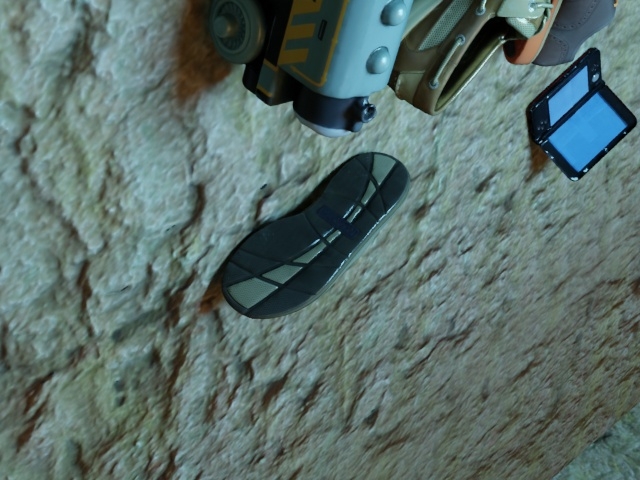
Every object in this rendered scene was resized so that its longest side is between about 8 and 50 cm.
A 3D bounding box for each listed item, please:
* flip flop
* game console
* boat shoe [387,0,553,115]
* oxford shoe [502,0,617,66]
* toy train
[{"bbox_3d":[0.000,0.000,1.606,0.277,0.112,0.080,-44,164,-21],"label":"flip flop"},{"bbox_3d":[0.378,-0.181,1.904,0.144,0.085,0.124,-43,149,-13],"label":"game console"},{"bbox_3d":[0.198,-0.265,1.442,0.324,0.120,0.122,-46,158,10],"label":"boat shoe"},{"bbox_3d":[0.307,-0.308,1.547,0.098,0.097,0.271,6,145,-17],"label":"oxford shoe"},{"bbox_3d":[0.012,-0.258,1.235,0.142,0.190,0.334,-17,136,-42],"label":"toy train"}]
